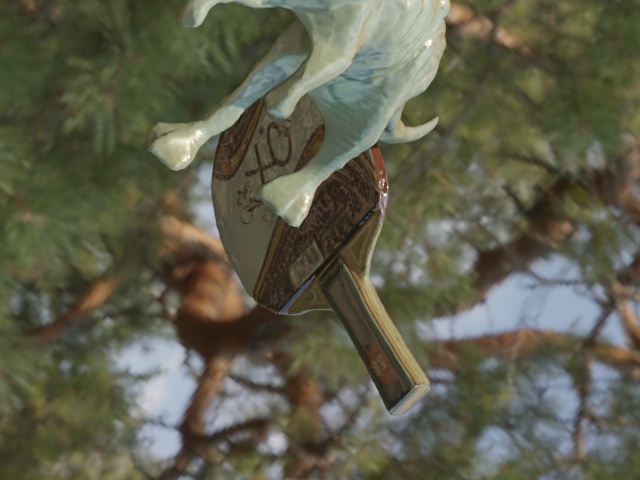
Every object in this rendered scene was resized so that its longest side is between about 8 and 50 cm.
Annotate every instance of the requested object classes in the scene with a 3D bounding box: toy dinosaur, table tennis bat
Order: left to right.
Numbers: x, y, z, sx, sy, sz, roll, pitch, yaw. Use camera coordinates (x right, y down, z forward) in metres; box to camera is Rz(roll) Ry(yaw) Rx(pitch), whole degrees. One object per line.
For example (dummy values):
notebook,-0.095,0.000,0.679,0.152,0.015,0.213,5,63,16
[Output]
table tennis bat,0.000,0.000,1.084,0.173,0.022,0.301,-48,-126,31
toy dinosaur,0.012,-0.096,0.906,0.205,0.393,0.092,-46,-119,16
